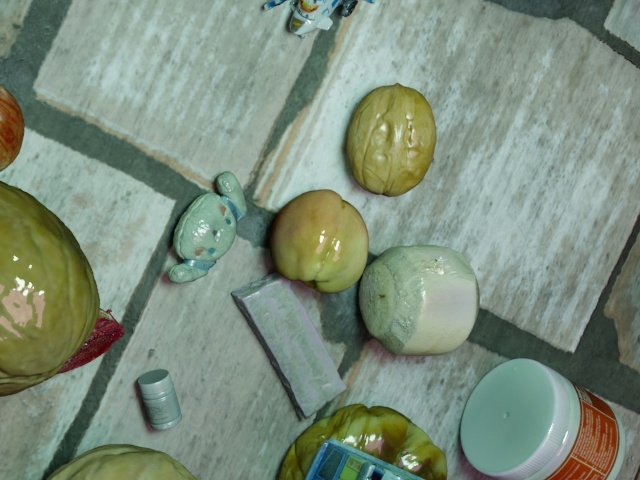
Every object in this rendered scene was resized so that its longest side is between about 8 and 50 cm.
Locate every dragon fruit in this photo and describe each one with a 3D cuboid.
[{"bbox_3d":[-0.408,0.139,1.715,0.153,0.153,0.111,-27,70,-21],"label":"dragon fruit"}]

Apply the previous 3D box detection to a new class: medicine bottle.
[{"bbox_3d":[0.454,0.398,2.160,0.241,0.252,0.252,32,85,-32],"label":"medicine bottle"},{"bbox_3d":[-0.277,0.275,1.834,0.058,0.058,0.091,-21,111,-24],"label":"medicine bottle"}]

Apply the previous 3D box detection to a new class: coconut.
[{"bbox_3d":[0.197,0.107,1.977,0.234,0.224,0.224,-5,104,-21],"label":"coconut"}]

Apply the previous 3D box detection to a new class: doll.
[{"bbox_3d":[-0.193,-0.017,1.808,0.103,0.071,0.214,40,72,-42],"label":"doll"}]

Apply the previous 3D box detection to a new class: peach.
[{"bbox_3d":[0.000,0.000,1.862,0.184,0.184,0.184,-7,105,-28],"label":"peach"}]

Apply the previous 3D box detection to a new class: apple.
[{"bbox_3d":[-0.506,-0.161,1.558,0.146,0.146,0.131,-40,140,-16],"label":"apple"}]

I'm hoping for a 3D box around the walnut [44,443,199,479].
[{"bbox_3d":[-0.322,0.510,1.694,0.381,0.381,0.381,-7,105,-28],"label":"walnut"}]

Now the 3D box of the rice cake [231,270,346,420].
[{"bbox_3d":[-0.050,0.191,1.947,0.106,0.050,0.298,-35,115,-19],"label":"rice cake"}]

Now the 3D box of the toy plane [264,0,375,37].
[{"bbox_3d":[0.030,-0.466,1.834,0.182,0.107,0.273,17,70,10],"label":"toy plane"}]

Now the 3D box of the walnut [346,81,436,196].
[{"bbox_3d":[0.128,-0.180,1.903,0.159,0.159,0.207,0,103,-29],"label":"walnut"}]

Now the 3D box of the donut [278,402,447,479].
[{"bbox_3d":[0.077,0.493,2.022,0.360,0.170,0.360,-6,102,-27],"label":"donut"}]

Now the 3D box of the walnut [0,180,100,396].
[{"bbox_3d":[-0.485,0.064,1.530,0.333,0.333,0.333,-7,105,-28],"label":"walnut"}]

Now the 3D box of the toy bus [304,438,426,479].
[{"bbox_3d":[0.134,0.481,1.849,0.312,0.190,0.152,29,82,-27],"label":"toy bus"}]
